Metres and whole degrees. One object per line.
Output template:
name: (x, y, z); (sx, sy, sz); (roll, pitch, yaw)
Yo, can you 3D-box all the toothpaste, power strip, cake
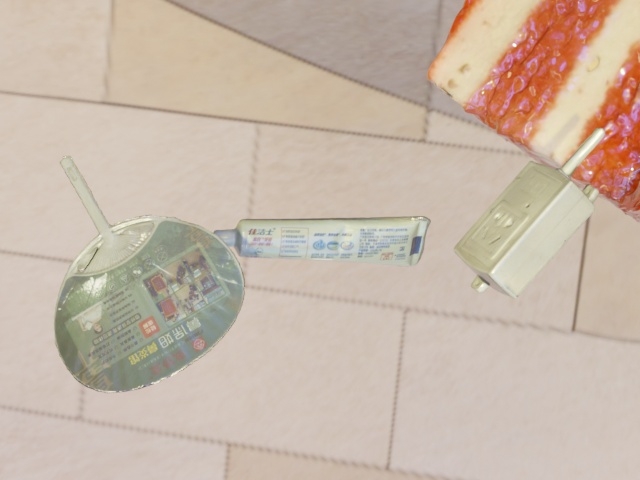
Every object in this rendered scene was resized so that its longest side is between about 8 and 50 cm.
toothpaste: (0.000, -0.001, 1.923); (0.268, 0.047, 0.069); (1, 98, -11)
power strip: (0.188, -0.027, 1.344); (0.042, 0.075, 0.175); (42, 88, -28)
cake: (0.333, -0.197, 1.795); (0.319, 0.270, 0.269); (36, 98, 31)

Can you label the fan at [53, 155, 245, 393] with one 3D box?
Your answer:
fan: (-0.195, 0.029, 1.781); (0.223, 0.012, 0.294); (-5, 68, 10)
